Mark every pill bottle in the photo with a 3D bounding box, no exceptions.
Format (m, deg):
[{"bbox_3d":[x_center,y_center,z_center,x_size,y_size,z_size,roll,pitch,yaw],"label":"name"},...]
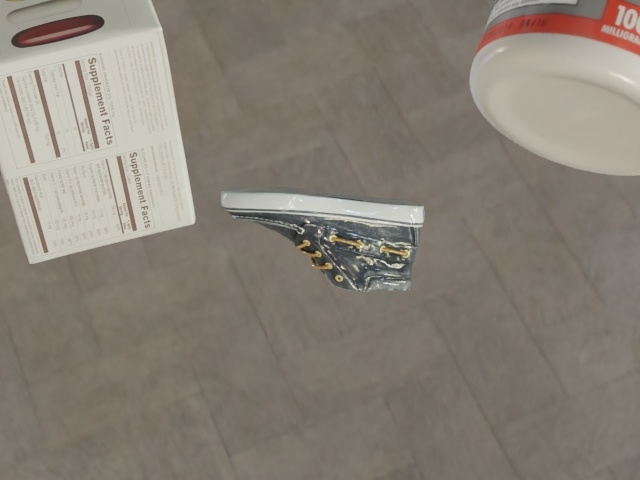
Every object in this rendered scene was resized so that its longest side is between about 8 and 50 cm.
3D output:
[{"bbox_3d":[0.284,-0.260,1.234,0.210,0.210,0.362,15,71,18],"label":"pill bottle"}]

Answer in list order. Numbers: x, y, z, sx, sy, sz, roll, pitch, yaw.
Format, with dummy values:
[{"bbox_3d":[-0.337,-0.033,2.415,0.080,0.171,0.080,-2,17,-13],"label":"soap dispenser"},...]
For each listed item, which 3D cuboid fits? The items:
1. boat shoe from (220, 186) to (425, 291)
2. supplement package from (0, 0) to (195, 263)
[{"bbox_3d":[0.000,0.000,1.209,0.183,0.065,0.083,6,97,-10],"label":"boat shoe"},{"bbox_3d":[-0.211,-0.153,1.147,0.145,0.204,0.261,-14,45,-10],"label":"supplement package"}]
